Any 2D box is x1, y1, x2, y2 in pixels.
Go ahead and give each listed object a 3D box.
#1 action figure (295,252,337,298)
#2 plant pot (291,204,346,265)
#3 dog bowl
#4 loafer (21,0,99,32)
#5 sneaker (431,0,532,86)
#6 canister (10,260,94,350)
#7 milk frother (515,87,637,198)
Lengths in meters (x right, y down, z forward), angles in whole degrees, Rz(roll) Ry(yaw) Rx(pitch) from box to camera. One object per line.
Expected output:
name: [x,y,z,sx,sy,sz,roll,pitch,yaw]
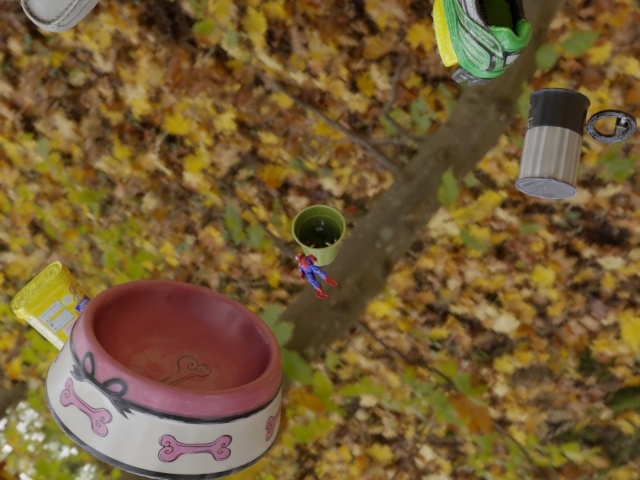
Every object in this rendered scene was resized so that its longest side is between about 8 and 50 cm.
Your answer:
action figure: [-0.012,0.044,1.379,0.030,0.038,0.115,28,-171,-27]
plant pot: [0.000,0.000,1.514,0.083,0.083,0.079,38,157,24]
dog bowl: [-0.247,0.214,1.637,0.408,0.150,0.408,15,-155,-7]
loafer: [-0.260,-0.376,1.065,0.112,0.319,0.111,29,-158,2]
sneaker: [0.220,-0.401,1.350,0.146,0.134,0.343,-23,82,61]
canister: [-0.488,0.141,1.856,0.170,0.126,0.073,51,172,-30]
milk frother: [0.353,-0.124,1.334,0.143,0.134,0.129,7,168,22]
